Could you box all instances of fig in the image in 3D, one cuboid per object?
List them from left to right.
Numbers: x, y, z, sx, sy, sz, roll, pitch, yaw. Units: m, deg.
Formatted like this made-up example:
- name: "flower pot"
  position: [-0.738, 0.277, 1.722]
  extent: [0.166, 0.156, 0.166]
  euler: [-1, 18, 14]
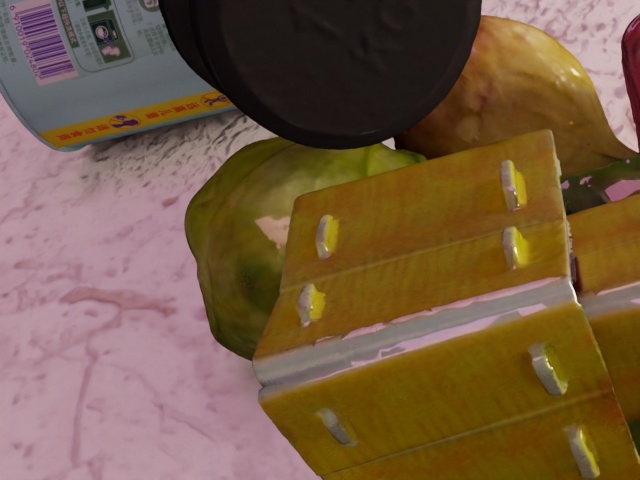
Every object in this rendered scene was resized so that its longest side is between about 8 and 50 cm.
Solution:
- name: "fig"
  position: [0.192, -0.088, 1.068]
  extent: [0.257, 0.159, 0.159]
  euler: [18, 47, 14]

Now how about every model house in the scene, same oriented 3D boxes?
- name: "model house"
  position: [0.127, 0.107, 0.689]
  extent: [0.300, 0.323, 0.340]
  euler: [-16, 79, 15]

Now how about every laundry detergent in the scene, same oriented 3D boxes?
- name: "laundry detergent"
  position: [-0.156, -0.259, 1.334]
  extent: [0.305, 0.287, 0.287]
  euler: [-11, 36, 16]

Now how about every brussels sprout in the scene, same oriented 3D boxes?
- name: "brussels sprout"
  position: [0.000, 0.000, 1.006]
  extent: [0.223, 0.161, 0.223]
  euler: [-21, 31, 13]

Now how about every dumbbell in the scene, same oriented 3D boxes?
- name: "dumbbell"
  position: [-0.016, -0.193, 1.034]
  extent: [0.204, 0.203, 0.322]
  euler: [-26, 17, -6]

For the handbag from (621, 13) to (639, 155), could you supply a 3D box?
- name: "handbag"
  position: [0.299, -0.070, 0.930]
  extent: [0.146, 0.135, 0.225]
  euler: [-14, 54, 14]
